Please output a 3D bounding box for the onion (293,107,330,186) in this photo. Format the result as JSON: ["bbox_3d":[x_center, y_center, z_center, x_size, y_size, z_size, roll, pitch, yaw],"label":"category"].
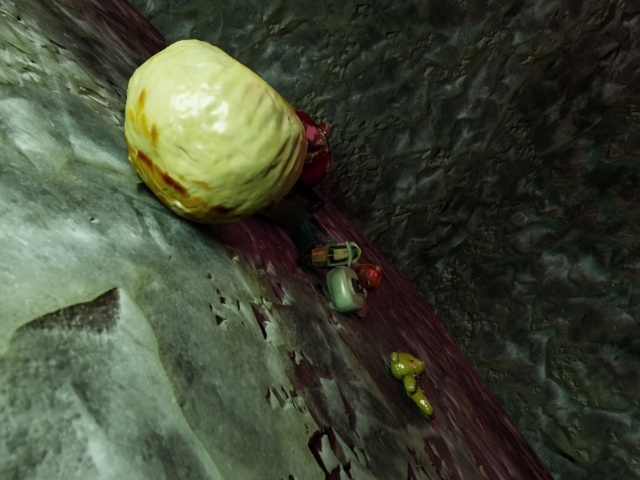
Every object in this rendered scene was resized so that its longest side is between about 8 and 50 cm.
[{"bbox_3d":[-0.098,-0.438,2.138,0.398,0.398,0.420,47,43,2],"label":"onion"}]

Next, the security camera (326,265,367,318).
[{"bbox_3d":[0.111,0.169,1.504,0.301,0.080,0.157,27,45,-65],"label":"security camera"}]

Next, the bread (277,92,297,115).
[{"bbox_3d":[-0.234,-0.419,1.751,0.337,0.204,0.358,49,50,-11],"label":"bread"}]

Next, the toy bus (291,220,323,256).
[{"bbox_3d":[-0.041,0.004,1.614,0.091,0.079,0.160,39,14,-33],"label":"toy bus"}]

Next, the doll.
[{"bbox_3d":[0.279,0.410,1.326,0.137,0.097,0.210,44,13,-54],"label":"doll"}]

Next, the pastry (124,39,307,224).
[{"bbox_3d":[-0.222,-0.203,0.951,0.388,0.313,0.388,39,0,0],"label":"pastry"}]

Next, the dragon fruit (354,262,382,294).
[{"bbox_3d":[0.193,0.154,1.873,0.136,0.133,0.166,53,7,-4],"label":"dragon fruit"}]

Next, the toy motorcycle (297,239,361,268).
[{"bbox_3d":[0.041,0.044,1.484,0.229,0.129,0.094,-4,88,-42],"label":"toy motorcycle"}]

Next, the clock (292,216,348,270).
[{"bbox_3d":[0.000,0.001,1.851,0.319,0.066,0.319,46,10,-11],"label":"clock"}]

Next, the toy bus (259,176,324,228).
[{"bbox_3d":[-0.139,-0.152,1.555,0.171,0.162,0.386,48,9,19],"label":"toy bus"}]
